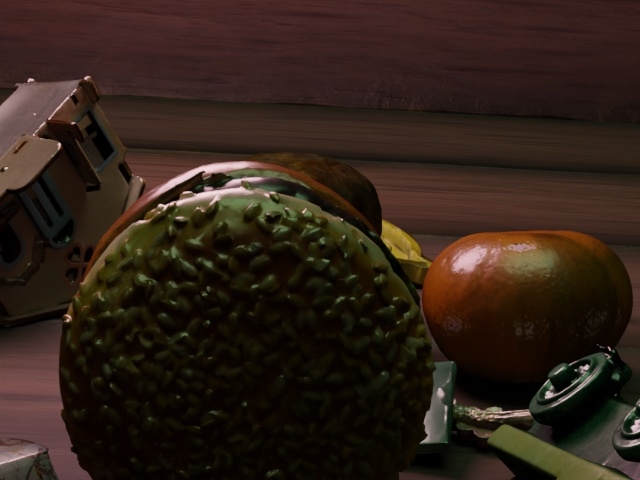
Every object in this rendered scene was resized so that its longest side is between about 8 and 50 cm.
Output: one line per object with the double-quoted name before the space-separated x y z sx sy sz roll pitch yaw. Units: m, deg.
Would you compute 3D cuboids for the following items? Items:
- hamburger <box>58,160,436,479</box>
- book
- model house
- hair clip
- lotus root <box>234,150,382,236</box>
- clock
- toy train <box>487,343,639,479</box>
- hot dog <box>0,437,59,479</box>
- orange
"hamburger" -0.063 0.101 1.557 0.330 0.330 0.250 3 8 -3
"book" 0.083 0.170 1.820 0.103 0.017 0.135 -5 32 11
"model house" -0.347 -0.010 2.170 0.169 0.244 0.326 13 51 37
"hair clip" 0.176 0.187 1.830 0.214 0.056 0.062 1 29 24
"lotus root" -0.061 0.032 2.007 0.250 0.250 0.346 5 18 7
"clock" -0.002 0.003 2.435 0.277 0.071 0.293 8 19 -30
"toy train" 0.220 0.216 1.449 0.237 0.150 0.369 -42 10 -8
"hot dog" -0.311 0.216 1.577 0.108 0.059 0.191 11 15 33
"orange" 0.231 0.075 2.021 0.240 0.171 0.240 -3 2 0
